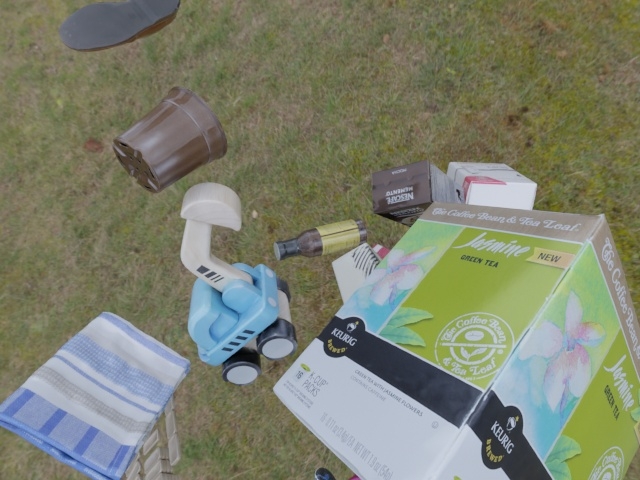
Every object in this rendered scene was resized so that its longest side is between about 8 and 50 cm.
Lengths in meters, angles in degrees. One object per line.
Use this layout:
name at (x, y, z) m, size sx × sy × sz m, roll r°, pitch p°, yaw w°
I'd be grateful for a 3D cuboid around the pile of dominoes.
pile of dominoes at (-0.366, 0.448, 0.945) m, size 0.196 × 0.040 × 0.251 m, roll -50°, pitch 38°, yaw 12°

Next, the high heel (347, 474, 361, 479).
high heel at (0.185, 0.902, 1.530) m, size 0.117 × 0.244 × 0.082 m, roll -15°, pitch 43°, yaw 14°

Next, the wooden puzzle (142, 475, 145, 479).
wooden puzzle at (-0.543, 0.768, 1.308) m, size 0.014 × 0.116 × 0.079 m, roll -9°, pitch 51°, yaw 24°

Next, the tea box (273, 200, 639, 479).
tea box at (0.191, 0.181, 0.504) m, size 0.323 × 0.329 × 0.220 m, roll -48°, pitch 30°, yaw -18°

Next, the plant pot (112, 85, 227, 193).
plant pot at (-0.302, -0.191, 0.843) m, size 0.167 × 0.167 × 0.165 m, roll 34°, pitch 58°, yaw 15°

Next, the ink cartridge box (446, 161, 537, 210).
ink cartridge box at (0.552, -0.176, 1.420) m, size 0.207 × 0.283 × 0.117 m, roll 2°, pitch 113°, yaw 1°

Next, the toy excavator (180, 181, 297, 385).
toy excavator at (-0.239, 0.121, 1.066) m, size 0.433 × 0.445 × 0.222 m, roll -41°, pitch 35°, yaw 21°

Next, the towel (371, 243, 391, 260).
towel at (0.332, 0.134, 1.849) m, size 0.329 × 0.237 × 0.037 m, roll 32°, pitch 125°, yaw 20°

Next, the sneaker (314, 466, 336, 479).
sneaker at (0.021, 0.791, 1.260) m, size 0.081 × 0.080 × 0.211 m, roll -39°, pitch 58°, yaw 33°

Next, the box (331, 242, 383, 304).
box at (0.113, 0.146, 0.844) m, size 0.094 × 0.113 × 0.275 m, roll -32°, pitch 47°, yaw 16°

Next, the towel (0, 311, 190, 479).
towel at (-0.358, 0.245, 0.723) m, size 0.209 × 0.285 × 0.034 m, roll 35°, pitch 110°, yaw -7°

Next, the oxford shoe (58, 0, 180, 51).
oxford shoe at (-0.344, -0.372, 0.746) m, size 0.212 × 0.076 × 0.076 m, roll -34°, pitch 96°, yaw -25°

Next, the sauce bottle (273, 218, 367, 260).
sauce bottle at (0.000, 0.000, 1.563) m, size 0.344 × 0.111 × 0.111 m, roll -12°, pitch 79°, yaw -19°

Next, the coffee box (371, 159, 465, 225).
coffee box at (0.289, -0.119, 1.223) m, size 0.168 × 0.297 × 0.119 m, roll -9°, pitch 77°, yaw 35°
